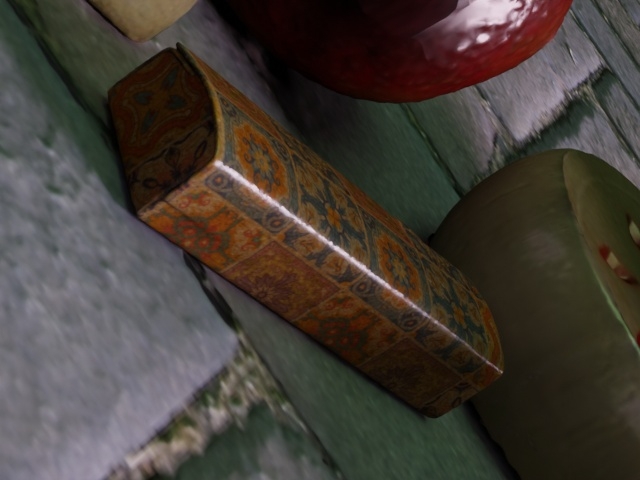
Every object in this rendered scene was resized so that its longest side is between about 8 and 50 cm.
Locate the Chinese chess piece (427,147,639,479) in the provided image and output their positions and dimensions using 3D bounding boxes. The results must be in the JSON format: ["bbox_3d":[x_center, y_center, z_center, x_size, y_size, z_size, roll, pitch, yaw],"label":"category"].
[{"bbox_3d":[0.160,0.069,0.964,0.250,0.103,0.250,46,23,-26],"label":"Chinese chess piece"}]

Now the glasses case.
[{"bbox_3d":[0.000,0.000,0.761,0.218,0.049,0.075,37,27,-44],"label":"glasses case"}]

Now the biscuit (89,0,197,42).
[{"bbox_3d":[-0.118,-0.166,0.736,0.188,0.056,0.052,45,21,-32],"label":"biscuit"}]

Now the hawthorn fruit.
[{"bbox_3d":[0.056,-0.183,0.954,0.266,0.210,0.230,11,64,-65],"label":"hawthorn fruit"}]
